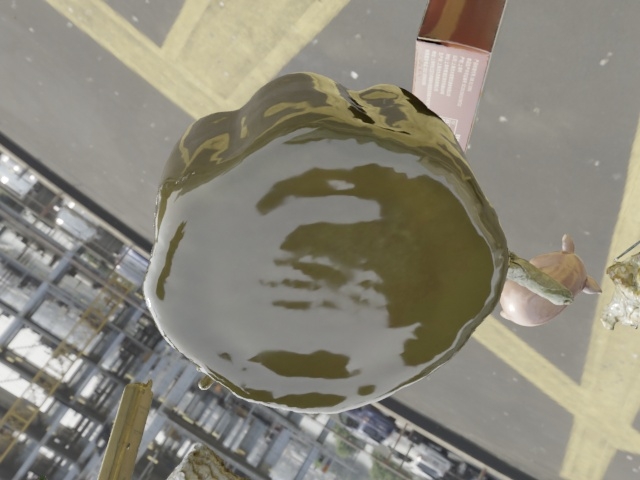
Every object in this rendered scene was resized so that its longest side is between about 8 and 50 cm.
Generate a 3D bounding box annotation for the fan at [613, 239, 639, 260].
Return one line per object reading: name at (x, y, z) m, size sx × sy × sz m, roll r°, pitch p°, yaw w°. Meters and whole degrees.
fan at (0.322, -0.021, 0.554) m, size 0.085 × 0.133 × 0.005 m, roll -6°, pitch -121°, yaw -58°

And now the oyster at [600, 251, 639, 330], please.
oyster at (0.566, 0.100, 1.110) m, size 0.081 × 0.163 × 0.191 m, roll 6°, pitch 124°, yaw -9°

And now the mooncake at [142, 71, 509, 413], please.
mooncake at (0.000, 0.000, 0.684) m, size 0.378 × 0.378 × 0.200 m, roll 44°, pitch -160°, yaw -29°

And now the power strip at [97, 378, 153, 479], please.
power strip at (-0.358, 0.394, 1.089) m, size 0.044 × 0.305 × 0.064 m, roll 5°, pitch 156°, yaw 10°

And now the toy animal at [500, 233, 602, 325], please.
toy animal at (0.570, 0.115, 1.561) m, size 0.166 × 0.250 × 0.154 m, roll 63°, pitch 162°, yaw -18°

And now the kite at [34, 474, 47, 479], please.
kite at (-0.387, 0.404, 0.728) m, size 0.012 × 0.250 × 0.229 m, roll 7°, pitch 149°, yaw 29°

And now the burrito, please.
burrito at (0.388, 0.069, 1.124) m, size 0.188 × 0.045 × 0.058 m, roll 31°, pitch -156°, yaw -13°

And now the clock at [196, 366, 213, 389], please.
clock at (-0.110, 0.065, 0.911) m, size 0.235 × 0.307 × 0.096 m, roll 3°, pitch 162°, yaw -10°

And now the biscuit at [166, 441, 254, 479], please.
biscuit at (-0.165, 0.347, 0.754) m, size 0.108 × 0.062 × 0.239 m, roll 38°, pitch 119°, yaw -1°

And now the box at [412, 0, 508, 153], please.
box at (0.270, -0.383, 1.139) m, size 0.122 × 0.344 × 0.385 m, roll 16°, pitch 164°, yaw 11°
